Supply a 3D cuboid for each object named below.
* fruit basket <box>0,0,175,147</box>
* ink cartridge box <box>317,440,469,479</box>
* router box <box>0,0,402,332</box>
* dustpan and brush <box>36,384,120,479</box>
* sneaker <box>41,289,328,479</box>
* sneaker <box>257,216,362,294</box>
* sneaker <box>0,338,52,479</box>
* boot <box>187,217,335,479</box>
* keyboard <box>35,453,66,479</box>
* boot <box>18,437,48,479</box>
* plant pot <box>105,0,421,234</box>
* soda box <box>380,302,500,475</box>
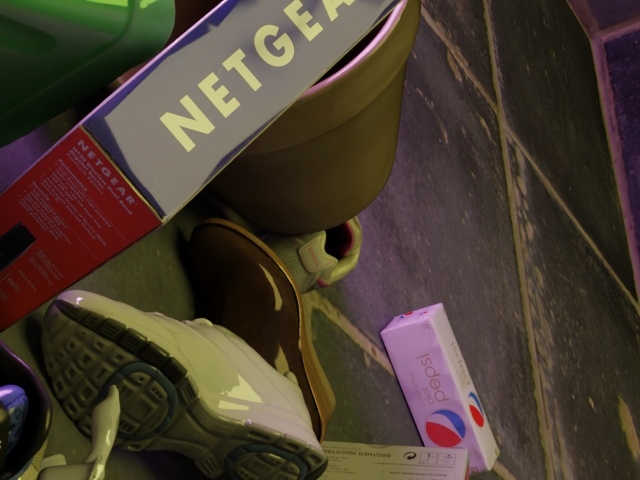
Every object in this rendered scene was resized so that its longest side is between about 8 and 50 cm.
[{"bbox_3d":[-0.199,-0.282,1.216,0.392,0.283,0.392,25,54,-40],"label":"fruit basket"},{"bbox_3d":[0.033,0.307,1.440,0.311,0.185,0.065,-71,160,-58],"label":"ink cartridge box"},{"bbox_3d":[-0.101,-0.096,1.129,0.082,0.301,0.335,50,56,-9],"label":"router box"},{"bbox_3d":[-0.179,0.191,1.123,0.147,0.060,0.211,107,-16,-47],"label":"dustpan and brush"},{"bbox_3d":[-0.121,0.120,1.321,0.297,0.111,0.129,37,27,-35],"label":"sneaker"},{"bbox_3d":[0.000,0.000,1.706,0.103,0.111,0.252,65,23,-15],"label":"sneaker"},{"bbox_3d":[-0.232,0.144,0.866,0.127,0.182,0.316,-14,102,-33],"label":"sneaker"},{"bbox_3d":[-0.084,0.111,1.457,0.248,0.090,0.207,59,31,-4],"label":"boot"},{"bbox_3d":[-0.184,0.292,1.180,0.072,0.014,0.256,0,73,-72],"label":"keyboard"},{"bbox_3d":[-0.265,0.122,1.039,0.165,0.077,0.213,67,22,-16],"label":"boot"},{"bbox_3d":[-0.042,-0.158,1.540,0.280,0.323,0.323,71,14,-52],"label":"plant pot"},{"bbox_3d":[0.154,0.196,1.962,0.216,0.074,0.069,68,22,-7],"label":"soda box"}]
